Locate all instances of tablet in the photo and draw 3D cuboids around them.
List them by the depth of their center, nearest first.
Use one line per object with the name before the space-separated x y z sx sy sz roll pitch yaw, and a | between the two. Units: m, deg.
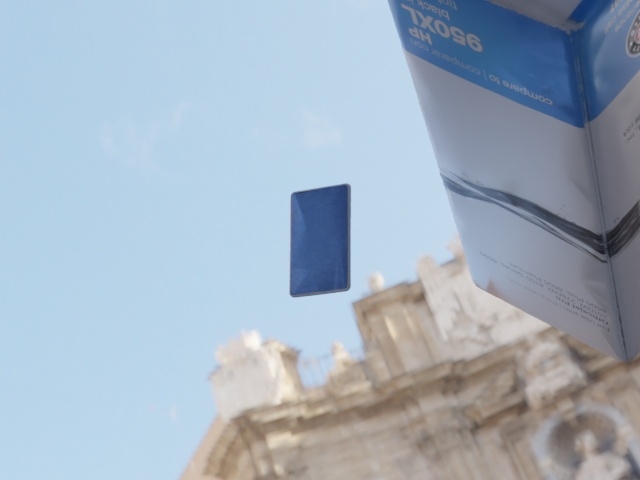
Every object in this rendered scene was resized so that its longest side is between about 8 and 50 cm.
tablet | 0.000 0.000 1.093 0.054 0.083 0.006 -8 -16 31

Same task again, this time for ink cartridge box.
ink cartridge box | 0.220 -0.140 1.066 0.285 0.166 0.395 -50 -34 -20
